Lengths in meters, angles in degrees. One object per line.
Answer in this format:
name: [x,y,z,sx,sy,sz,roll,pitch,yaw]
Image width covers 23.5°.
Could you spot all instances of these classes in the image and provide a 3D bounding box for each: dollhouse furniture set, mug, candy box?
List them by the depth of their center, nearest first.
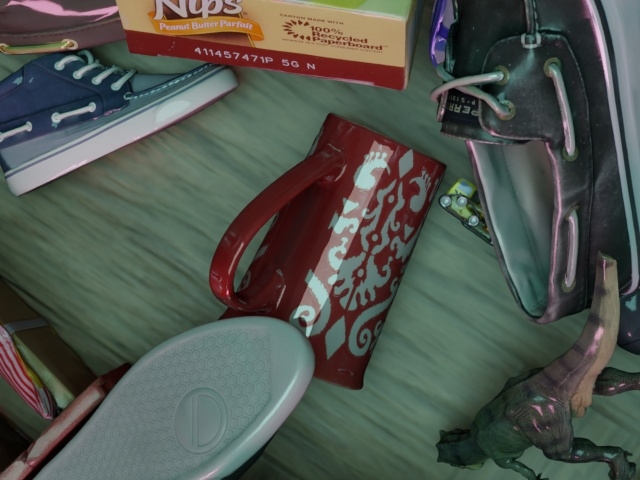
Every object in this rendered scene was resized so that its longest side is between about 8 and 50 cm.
dollhouse furniture set: [-0.272,0.085,0.990,0.152,0.374,0.201,-44,87,4]
candy box: [-0.006,-0.261,0.995,0.183,0.087,0.316,10,64,6]
mug: [0.009,0.004,1.062,0.113,0.150,0.169,26,93,14]

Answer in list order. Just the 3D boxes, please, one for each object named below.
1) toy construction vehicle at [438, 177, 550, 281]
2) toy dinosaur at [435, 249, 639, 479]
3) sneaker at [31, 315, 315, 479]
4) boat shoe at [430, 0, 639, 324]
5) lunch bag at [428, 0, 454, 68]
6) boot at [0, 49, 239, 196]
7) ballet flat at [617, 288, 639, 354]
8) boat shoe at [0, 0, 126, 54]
toy construction vehicle: [0.130,-0.011,1.073,0.098,0.086,0.035,36,92,4]
toy dinosaur: [0.169,0.111,1.019,0.118,0.064,0.268,22,139,-9]
sneaker: [-0.085,0.158,1.073,0.296,0.147,0.104,-42,55,23]
boat shoe: [0.129,-0.091,0.939,0.119,0.121,0.335,-32,115,-19]
lunch bag: [0.190,-0.158,1.029,0.219,0.090,0.176,22,125,6]
boot: [-0.158,-0.106,1.109,0.190,0.069,0.086,-24,94,10]
ballet flat: [0.255,-0.015,1.065,0.074,0.074,0.203,33,100,4]
boat shoe: [-0.097,-0.196,1.081,0.324,0.097,0.117,-8,50,2]
